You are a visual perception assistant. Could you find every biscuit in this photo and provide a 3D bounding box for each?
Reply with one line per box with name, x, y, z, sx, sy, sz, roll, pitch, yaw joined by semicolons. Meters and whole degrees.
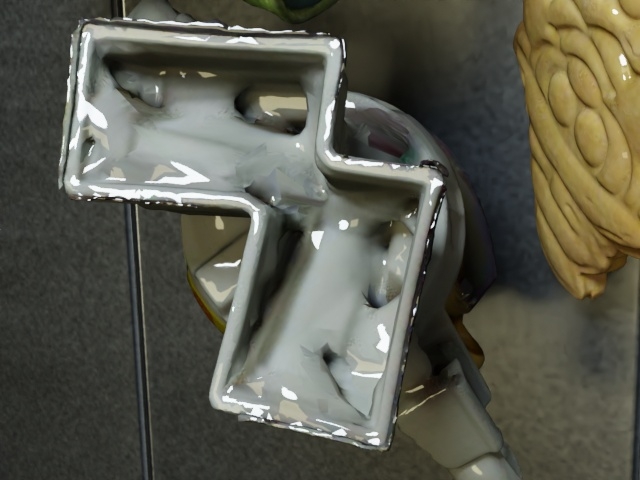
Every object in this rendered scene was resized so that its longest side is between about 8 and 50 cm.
biscuit;0.129;-0.072;0.537;0.162;0.035;0.250;-123;26;-46

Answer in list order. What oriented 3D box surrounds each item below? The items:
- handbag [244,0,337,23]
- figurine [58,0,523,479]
handbag;-0.048;-0.247;0.515;0.241;0.263;0.222;30;138;18
figurine;0.004;0.002;0.550;0.143;0.308;0.308;-20;94;10
